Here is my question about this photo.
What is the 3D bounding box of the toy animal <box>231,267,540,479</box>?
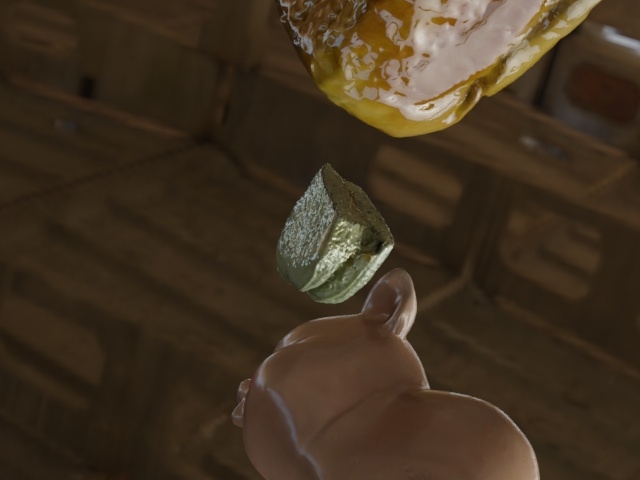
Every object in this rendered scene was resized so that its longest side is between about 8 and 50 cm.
[{"bbox_3d":[0.066,0.202,1.734,0.326,0.237,0.269,12,-132,13],"label":"toy animal"}]

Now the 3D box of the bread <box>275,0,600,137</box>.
[{"bbox_3d":[0.098,-0.197,0.879,0.132,0.294,0.167,30,-149,-30],"label":"bread"}]

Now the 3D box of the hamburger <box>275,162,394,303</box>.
[{"bbox_3d":[0.003,0.002,1.283,0.054,0.084,0.121,23,-158,-25],"label":"hamburger"}]
